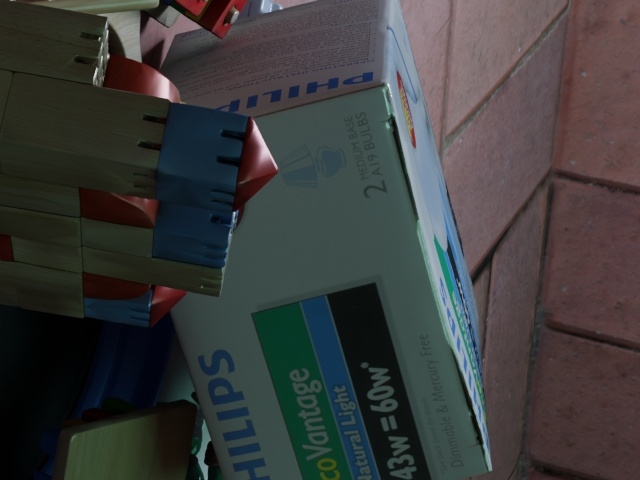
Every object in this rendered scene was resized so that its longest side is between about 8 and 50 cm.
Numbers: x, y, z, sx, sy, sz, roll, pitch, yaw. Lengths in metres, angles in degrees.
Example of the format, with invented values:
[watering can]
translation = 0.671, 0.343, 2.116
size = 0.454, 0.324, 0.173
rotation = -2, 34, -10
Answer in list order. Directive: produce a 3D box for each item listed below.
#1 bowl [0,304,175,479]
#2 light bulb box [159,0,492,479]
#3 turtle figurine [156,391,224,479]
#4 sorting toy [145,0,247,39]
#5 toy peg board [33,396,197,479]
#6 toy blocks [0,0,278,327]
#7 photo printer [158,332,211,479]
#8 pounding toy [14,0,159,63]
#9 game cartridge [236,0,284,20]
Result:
[bowl]
translation = -0.234, 0.091, 1.593
size = 0.391, 0.077, 0.391
rotation = 15, 90, -73
[light bulb box]
translation = 0.000, 0.000, 1.656
size = 0.361, 0.225, 0.358
rotation = -84, 159, -69
[turtle figurine]
translation = -0.122, 0.263, 1.730
size = 0.118, 0.175, 0.234
rotation = 33, 55, -51
[sorting toy]
translation = -0.074, -0.300, 1.602
size = 0.255, 0.089, 0.257
rotation = -57, 169, 2
[toy peg board]
translation = -0.196, 0.213, 1.588
size = 0.160, 0.079, 0.161
rotation = -9, 113, -54
[toy blocks]
translation = -0.164, -0.041, 1.250
size = 0.381, 0.260, 0.191
rotation = 106, -7, -67
[photo printer]
translation = -0.135, 0.228, 1.928
size = 0.256, 0.107, 0.308
rotation = 65, 42, -61
[pounding toy]
translation = -0.195, -0.123, 1.445
size = 0.269, 0.154, 0.154
rotation = -12, 110, -70
[game cartridge]
translation = -0.069, -0.088, 1.954
size = 0.196, 0.060, 0.294
rotation = 37, 62, -66
